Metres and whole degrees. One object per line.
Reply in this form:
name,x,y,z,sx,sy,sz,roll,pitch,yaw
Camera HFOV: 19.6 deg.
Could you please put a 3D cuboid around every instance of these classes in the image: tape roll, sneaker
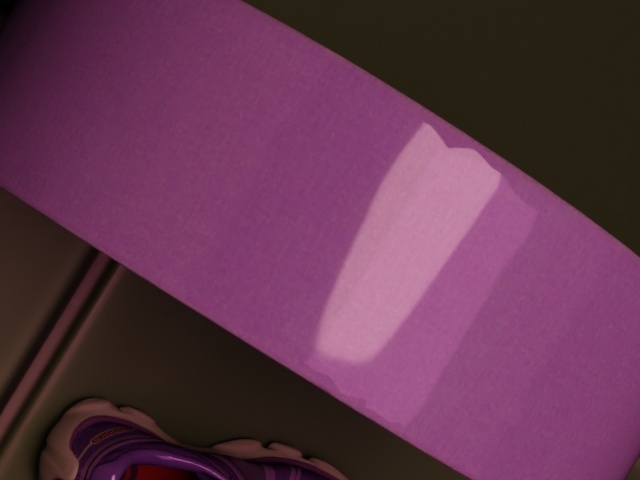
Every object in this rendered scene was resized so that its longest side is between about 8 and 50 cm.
tape roll,0.000,0.000,0.672,0.275,0.275,0.090,33,87,-33
sneaker,-0.042,0.123,0.807,0.170,0.071,0.068,19,95,-33
